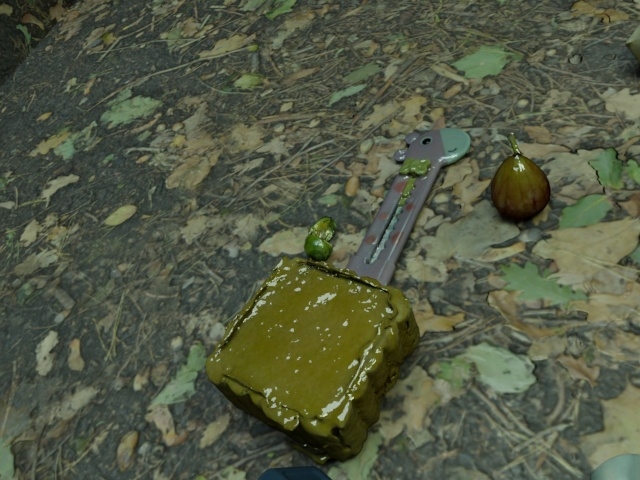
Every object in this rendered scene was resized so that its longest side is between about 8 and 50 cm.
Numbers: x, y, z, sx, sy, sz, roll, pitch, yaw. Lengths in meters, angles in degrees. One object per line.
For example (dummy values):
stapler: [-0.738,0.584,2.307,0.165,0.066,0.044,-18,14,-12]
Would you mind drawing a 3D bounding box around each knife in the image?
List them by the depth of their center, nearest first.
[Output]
knife: [0.129,-0.053,1.033,0.132,0.038,0.398,6,53,34]

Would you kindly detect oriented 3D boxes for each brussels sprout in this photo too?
brussels sprout: [-0.001,0.000,1.046,0.051,0.046,0.083,-12,35,21]

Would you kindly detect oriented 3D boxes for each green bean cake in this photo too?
green bean cake: [-0.009,0.149,0.838,0.230,0.131,0.224,18,61,34]

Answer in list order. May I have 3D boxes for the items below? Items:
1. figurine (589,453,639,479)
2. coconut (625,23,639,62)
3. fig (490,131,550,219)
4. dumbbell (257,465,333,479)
figurine: [0.317,0.358,0.483,0.205,0.224,0.382,-39,14,18]
coconut: [0.559,-0.324,1.029,0.124,0.110,0.110,-5,47,16]
fig: [0.287,-0.094,0.930,0.089,0.125,0.089,-14,40,12]
dumbbell: [0.041,0.355,0.604,0.325,0.144,0.160,26,62,40]
